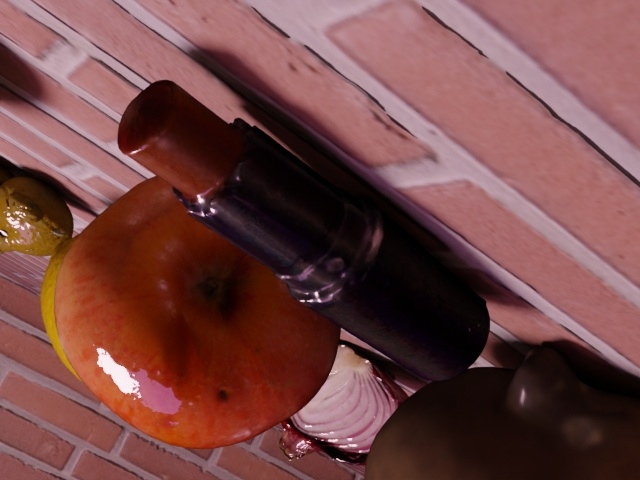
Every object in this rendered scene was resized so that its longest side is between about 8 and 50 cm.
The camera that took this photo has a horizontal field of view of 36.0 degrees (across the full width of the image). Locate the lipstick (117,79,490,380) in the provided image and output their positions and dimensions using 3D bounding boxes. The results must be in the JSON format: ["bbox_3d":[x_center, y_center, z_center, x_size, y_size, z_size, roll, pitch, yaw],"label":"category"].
[{"bbox_3d":[0.000,0.000,0.618,0.300,0.081,0.081,38,163,-36],"label":"lipstick"}]

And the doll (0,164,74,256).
[{"bbox_3d":[-0.375,-0.042,1.137,0.209,0.097,0.137,26,172,27],"label":"doll"}]

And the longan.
[{"bbox_3d":[0.176,0.219,0.772,0.300,0.300,0.243,24,-154,15],"label":"longan"}]

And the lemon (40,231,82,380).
[{"bbox_3d":[-0.181,0.075,1.005,0.244,0.187,0.187,31,166,9],"label":"lemon"}]

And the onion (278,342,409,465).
[{"bbox_3d":[0.023,0.196,1.158,0.206,0.151,0.098,37,-172,34],"label":"onion"}]

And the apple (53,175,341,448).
[{"bbox_3d":[-0.088,0.047,0.722,0.209,0.209,0.164,27,163,1],"label":"apple"}]
